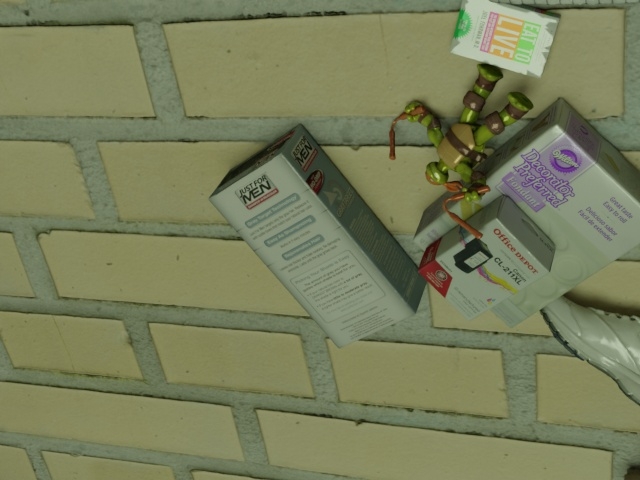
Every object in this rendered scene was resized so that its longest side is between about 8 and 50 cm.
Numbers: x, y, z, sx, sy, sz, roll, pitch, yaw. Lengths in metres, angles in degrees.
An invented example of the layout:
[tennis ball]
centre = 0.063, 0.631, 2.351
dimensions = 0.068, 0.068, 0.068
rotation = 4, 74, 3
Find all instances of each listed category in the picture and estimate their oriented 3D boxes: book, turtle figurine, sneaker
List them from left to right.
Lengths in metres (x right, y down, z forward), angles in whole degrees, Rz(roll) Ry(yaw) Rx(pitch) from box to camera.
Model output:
[turtle figurine]
centre = 0.233, -0.149, 1.493
dimensions = 0.087, 0.269, 0.217
rotation = 9, 129, -43
[book]
centre = 0.275, -0.310, 1.438
dimensions = 0.144, 0.035, 0.096
rotation = 18, 124, 10
[sneaker]
centre = 0.503, 0.170, 1.651
dimensions = 0.297, 0.111, 0.129
rotation = 37, 94, 8

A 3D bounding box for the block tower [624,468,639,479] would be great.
[block tower]
centre = 0.669, 0.586, 1.879
dimensions = 0.097, 0.091, 0.335
rotation = -6, 122, 25

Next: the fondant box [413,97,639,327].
[fondant box]
centre = 0.348, -0.034, 1.561
dimensions = 0.238, 0.096, 0.330
rotation = 41, 127, -9

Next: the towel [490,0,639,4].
[towel]
centre = 0.349, -0.440, 1.262
dimensions = 0.284, 0.121, 0.235
rotation = 3, 123, 21

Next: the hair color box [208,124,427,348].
[hair color box]
centre = 0.000, 0.000, 1.707
dimensions = 0.185, 0.113, 0.374
rotation = -29, 111, 34

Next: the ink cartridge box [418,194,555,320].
[ink cartridge box]
centre = 0.264, 0.030, 1.531
dimensions = 0.127, 0.072, 0.175
rotation = 44, 128, -10
